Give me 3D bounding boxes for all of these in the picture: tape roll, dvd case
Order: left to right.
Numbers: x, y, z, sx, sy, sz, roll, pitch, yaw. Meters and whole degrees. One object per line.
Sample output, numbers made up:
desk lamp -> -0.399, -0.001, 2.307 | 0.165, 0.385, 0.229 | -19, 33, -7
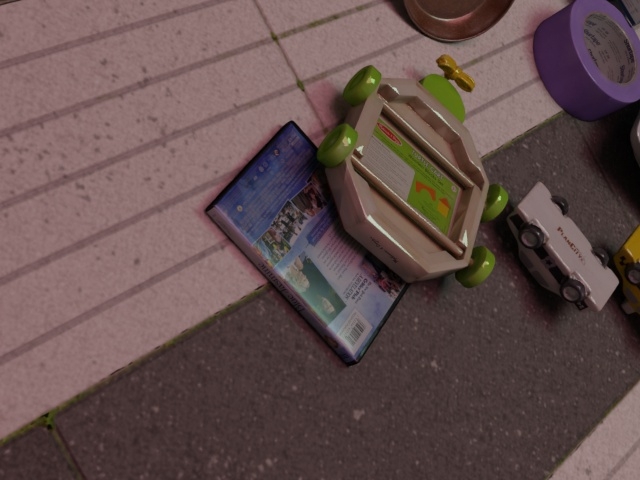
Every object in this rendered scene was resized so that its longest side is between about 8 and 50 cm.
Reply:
dvd case -> 0.000, 0.000, 1.163 | 0.253, 0.022, 0.180 | 48, 50, -12
tape roll -> 0.438, -0.294, 1.579 | 0.189, 0.080, 0.189 | 15, 64, -33

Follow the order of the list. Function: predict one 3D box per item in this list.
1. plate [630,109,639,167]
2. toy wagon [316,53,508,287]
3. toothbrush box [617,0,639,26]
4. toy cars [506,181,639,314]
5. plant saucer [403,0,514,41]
plate -> 0.596, -0.152, 1.633 | 0.278, 0.045, 0.277 | 54, 48, -26
toy wagon -> 0.131, -0.107, 1.265 | 0.267, 0.068, 0.344 | 40, 46, -21
toothbrush box -> 0.560, -0.513, 1.683 | 0.216, 0.126, 0.295 | 57, 34, -5
toy cars -> 0.413, 0.048, 1.423 | 0.393, 0.087, 0.177 | 18, 57, -27
plant saucer -> 0.199, -0.385, 1.398 | 0.198, 0.199, 0.036 | 19, 19, -31
